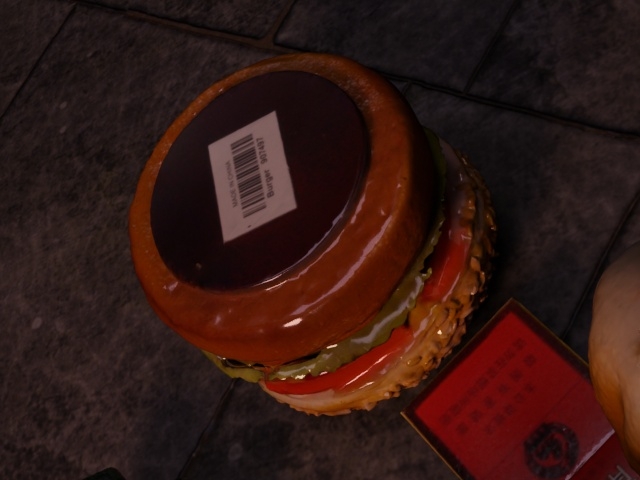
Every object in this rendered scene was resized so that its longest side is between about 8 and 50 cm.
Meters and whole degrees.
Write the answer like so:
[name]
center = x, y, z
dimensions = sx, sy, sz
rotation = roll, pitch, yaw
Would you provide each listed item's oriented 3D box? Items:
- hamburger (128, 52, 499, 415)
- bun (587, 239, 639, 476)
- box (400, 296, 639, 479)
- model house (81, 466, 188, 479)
[hamburger]
center = 0.000, 0.000, 1.163
dimensions = 0.330, 0.250, 0.330
rotation = -14, 58, 24
[bun]
center = 0.309, 0.128, 0.857
dimensions = 0.165, 0.299, 0.299
rotation = -59, 43, 22
[box]
center = 0.199, 0.179, 1.034
dimensions = 0.153, 0.074, 0.240
rotation = -43, 49, -1
[model house]
center = -0.169, 0.304, 1.145
dimensions = 0.166, 0.172, 0.183
rotation = -52, 47, -2
